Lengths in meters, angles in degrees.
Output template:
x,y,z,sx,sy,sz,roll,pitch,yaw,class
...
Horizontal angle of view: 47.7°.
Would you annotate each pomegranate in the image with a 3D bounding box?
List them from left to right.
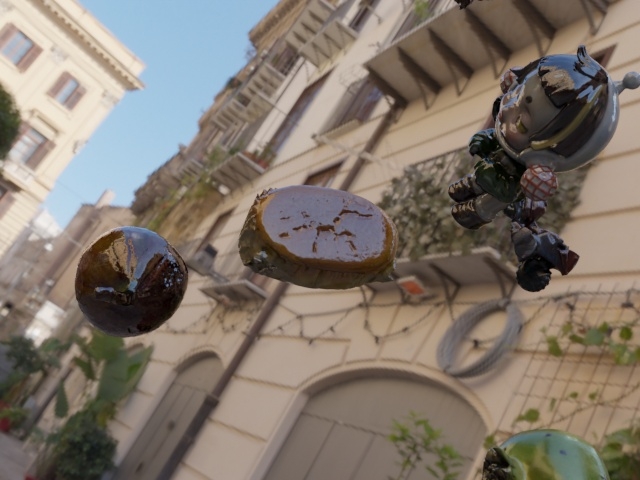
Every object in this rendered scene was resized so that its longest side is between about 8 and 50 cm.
x,y,z,sx,sy,sz,roll,pitch,yaw,class
0.428,0.489,1.415,0.341,0.260,0.260,30,-15,-36,pomegranate

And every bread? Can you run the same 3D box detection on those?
x,y,z,sx,sy,sz,roll,pitch,yaw,class
-0.003,-0.011,1.770,0.389,0.236,0.183,6,-35,-19,bread

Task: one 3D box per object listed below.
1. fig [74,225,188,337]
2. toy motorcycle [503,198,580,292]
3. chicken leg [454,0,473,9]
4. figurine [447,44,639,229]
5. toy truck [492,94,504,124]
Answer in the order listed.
x,y,z,sx,sy,sz,roll,pitch,yaw,class
-0.247,0.057,0.979,0.202,0.149,0.148,-1,-42,51,fig
0.420,-0.011,1.389,0.122,0.213,0.082,-14,-19,18,toy motorcycle
0.401,-0.622,1.572,0.083,0.322,0.177,34,9,25,chicken leg
0.340,-0.157,1.174,0.167,0.281,0.370,17,-40,-20,figurine
0.464,-0.219,1.573,0.147,0.224,0.165,-1,23,-12,toy truck
